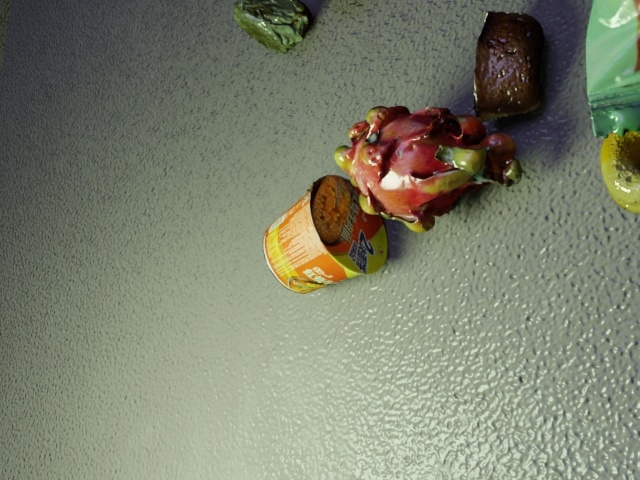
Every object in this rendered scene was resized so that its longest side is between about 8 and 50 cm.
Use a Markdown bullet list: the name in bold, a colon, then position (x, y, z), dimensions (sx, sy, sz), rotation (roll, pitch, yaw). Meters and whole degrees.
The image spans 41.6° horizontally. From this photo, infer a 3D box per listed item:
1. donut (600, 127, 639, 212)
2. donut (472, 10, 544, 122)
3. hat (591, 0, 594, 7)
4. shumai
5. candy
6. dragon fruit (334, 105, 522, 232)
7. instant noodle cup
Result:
- **donut**: position (0.521, -0.133, 1.339), dimensions (0.162, 0.065, 0.178), rotation (-16, 60, 35)
- **donut**: position (0.341, -0.317, 1.541), dimensions (0.126, 0.144, 0.187), rotation (0, 43, 20)
- **hat**: position (0.536, -0.398, 1.441), dimensions (0.138, 0.078, 0.191), rotation (-12, 74, 27)
- **shumai**: position (-0.106, -0.543, 2.005), dimensions (0.184, 0.184, 0.142), rotation (28, 84, 45)
- **candy**: position (0.527, -0.369, 1.319), dimensions (0.262, 0.172, 0.398), rotation (-9, 85, 16)
- **dragon fruit**: position (0.190, -0.149, 1.529), dimensions (0.307, 0.227, 0.243), rotation (-33, 57, 23)
- **instant noodle cup**: position (0.000, 0.000, 1.654), dimensions (0.174, 0.213, 0.213), rotation (-29, 54, 38)
